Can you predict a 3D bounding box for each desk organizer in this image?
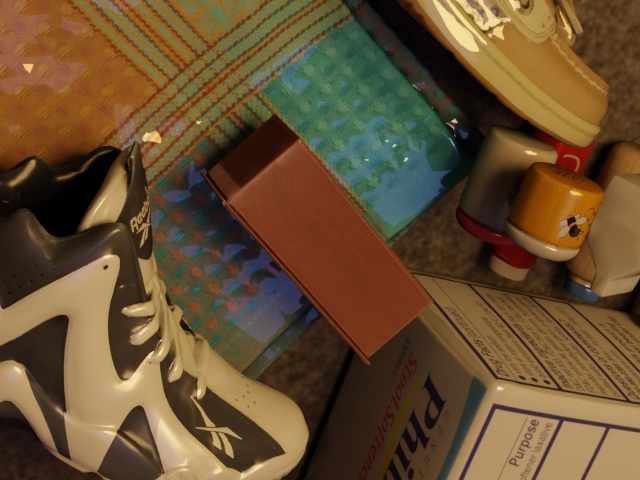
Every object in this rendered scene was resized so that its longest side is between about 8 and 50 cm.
[{"bbox_3d":[0.000,0.000,0.653,0.050,0.047,0.130,-41,120,0],"label":"desk organizer"}]

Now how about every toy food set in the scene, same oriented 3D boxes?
[{"bbox_3d":[0.149,0.001,0.704,0.232,0.111,0.104,-5,122,-52],"label":"toy food set"}]

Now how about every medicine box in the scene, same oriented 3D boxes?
[{"bbox_3d":[0.146,0.183,0.780,0.289,0.149,0.263,12,111,-24],"label":"medicine box"}]

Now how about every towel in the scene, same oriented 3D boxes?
[{"bbox_3d":[-0.110,-0.071,0.630,0.271,0.040,0.370,-43,121,4],"label":"towel"}]

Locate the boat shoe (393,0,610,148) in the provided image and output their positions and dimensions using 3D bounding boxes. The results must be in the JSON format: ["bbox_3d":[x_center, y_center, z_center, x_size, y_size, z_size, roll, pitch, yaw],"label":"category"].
[{"bbox_3d":[0.064,-0.154,0.611,0.089,0.104,0.285,-45,120,9],"label":"boat shoe"}]

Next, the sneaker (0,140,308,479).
[{"bbox_3d":[-0.089,0.031,0.608,0.235,0.094,0.153,23,114,-15],"label":"sneaker"}]
